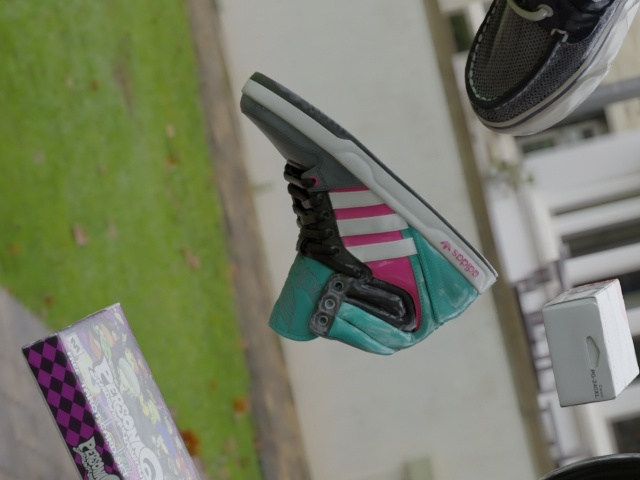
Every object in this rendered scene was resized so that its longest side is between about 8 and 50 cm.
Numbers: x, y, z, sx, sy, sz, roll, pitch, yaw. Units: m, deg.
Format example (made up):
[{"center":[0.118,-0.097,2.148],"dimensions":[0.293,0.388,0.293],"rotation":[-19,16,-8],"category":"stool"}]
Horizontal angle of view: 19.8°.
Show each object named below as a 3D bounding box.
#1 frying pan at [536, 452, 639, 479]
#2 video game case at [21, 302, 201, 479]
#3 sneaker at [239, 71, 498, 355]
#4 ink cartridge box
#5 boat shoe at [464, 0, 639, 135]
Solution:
[{"center":[0.211,0.157,1.123],"dimensions":[0.053,0.197,0.326],"rotation":[-87,-163,-62],"category":"frying pan"},{"center":[-0.171,0.177,1.615],"dimensions":[0.232,0.042,0.210],"rotation":[65,9,0],"category":"video game case"},{"center":[0.000,0.000,1.661],"dimensions":[0.295,0.178,0.124],"rotation":[42,0,-14],"category":"sneaker"},{"center":[0.283,0.106,1.921],"dimensions":[0.150,0.063,0.109],"rotation":[-16,95,-70],"category":"ink cartridge box"},{"center":[0.163,-0.216,1.333],"dimensions":[0.340,0.158,0.127],"rotation":[-58,-135,34],"category":"boat shoe"}]
